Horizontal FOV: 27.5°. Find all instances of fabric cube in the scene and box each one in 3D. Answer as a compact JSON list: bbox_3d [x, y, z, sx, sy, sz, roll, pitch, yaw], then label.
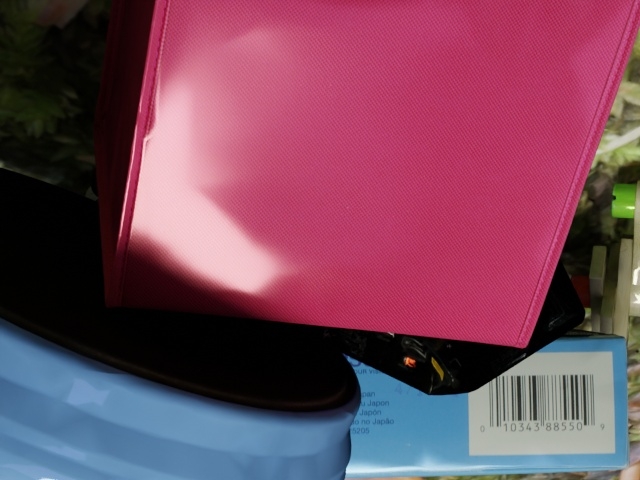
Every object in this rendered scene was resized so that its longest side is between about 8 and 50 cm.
[{"bbox_3d":[0.007,-0.114,0.802,0.258,0.259,0.254,5,118,-14],"label":"fabric cube"}]

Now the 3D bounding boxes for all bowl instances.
[{"bbox_3d":[-0.151,0.047,0.821,0.391,0.391,0.077,21,100,-28],"label":"bowl"}]

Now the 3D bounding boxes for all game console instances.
[{"bbox_3d":[0.000,0.000,0.943,0.213,0.361,0.044,-19,127,-53],"label":"game console"}]

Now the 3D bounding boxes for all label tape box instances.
[{"bbox_3d":[0.111,0.133,1.169,0.249,0.115,0.347,-2,180,-1],"label":"label tape box"}]

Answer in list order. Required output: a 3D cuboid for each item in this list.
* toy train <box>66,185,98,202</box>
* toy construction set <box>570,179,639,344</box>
[{"bbox_3d":[-0.132,0.006,1.074,0.184,0.080,0.105,21,123,-30],"label":"toy train"},{"bbox_3d":[0.369,-0.003,1.107,0.327,0.151,0.215,-10,162,12],"label":"toy construction set"}]
